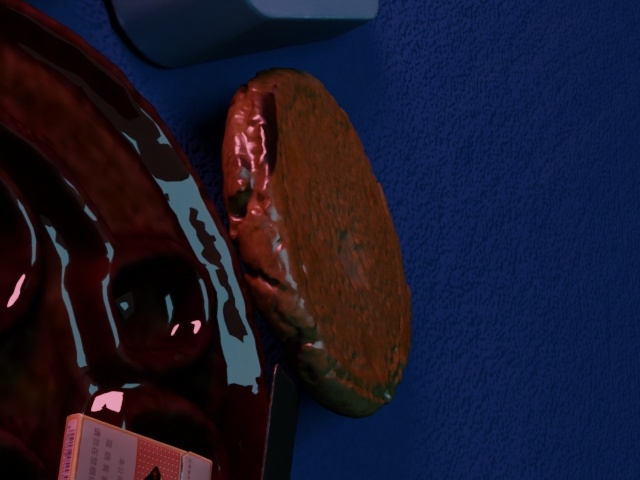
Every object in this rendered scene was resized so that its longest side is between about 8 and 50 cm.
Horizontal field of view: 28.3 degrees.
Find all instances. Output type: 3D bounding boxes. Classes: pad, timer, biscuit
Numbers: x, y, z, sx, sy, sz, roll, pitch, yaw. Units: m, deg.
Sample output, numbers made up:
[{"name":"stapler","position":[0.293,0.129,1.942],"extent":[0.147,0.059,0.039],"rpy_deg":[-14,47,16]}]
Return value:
[{"name":"pad","position":[-0.029,0.174,0.640],"extent":[0.143,0.003,0.211],"rpy_deg":[75,22,-77]},{"name":"timer","position":[-0.047,-0.241,0.810],"extent":[0.250,0.091,0.231],"rpy_deg":[-25,95,-56]},{"name":"biscuit","position":[0.000,0.000,0.773],"extent":[0.226,0.042,0.225],"rpy_deg":[53,27,-42]},{"name":"biscuit","position":[-0.167,0.066,0.543],"extent":[0.407,0.091,0.407],"rpy_deg":[24,58,-45]}]

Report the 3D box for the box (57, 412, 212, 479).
[{"name":"box","position":[-0.080,0.109,0.560],"extent":[0.083,0.012,0.046],"rpy_deg":[30,54,-44]}]
